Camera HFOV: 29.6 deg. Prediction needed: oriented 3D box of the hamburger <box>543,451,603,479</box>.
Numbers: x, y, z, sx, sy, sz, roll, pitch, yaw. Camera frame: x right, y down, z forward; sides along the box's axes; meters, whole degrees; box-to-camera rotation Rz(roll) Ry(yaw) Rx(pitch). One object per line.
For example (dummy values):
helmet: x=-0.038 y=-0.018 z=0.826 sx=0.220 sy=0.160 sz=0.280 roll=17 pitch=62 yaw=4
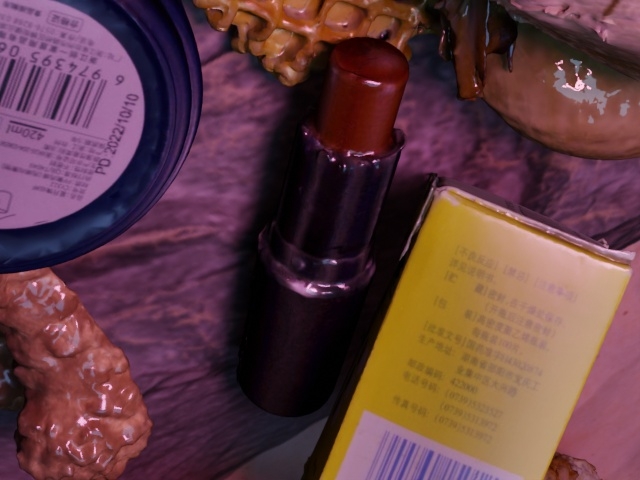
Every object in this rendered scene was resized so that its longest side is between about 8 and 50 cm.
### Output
hamburger: x=0.151 y=0.333 z=0.979 sx=0.195 sy=0.318 sz=0.277 roll=20 pitch=124 yaw=-42

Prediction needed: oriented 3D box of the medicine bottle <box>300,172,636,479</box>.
medicine bottle: x=0.089 y=0.091 z=0.796 sx=0.141 sy=0.137 sz=0.250 roll=24 pitch=98 yaw=5

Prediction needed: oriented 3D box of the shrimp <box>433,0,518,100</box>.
shrimp: x=0.053 y=-0.205 z=0.639 sx=0.152 sy=0.063 sz=0.287 roll=-14 pitch=115 yaw=-24

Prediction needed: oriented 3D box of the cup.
cup: x=-0.133 y=-0.149 z=0.519 sx=0.178 sy=0.256 sz=0.255 roll=17 pitch=118 yaw=-31

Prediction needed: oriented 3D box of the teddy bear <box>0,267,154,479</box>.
teddy bear: x=-0.244 y=0.039 z=0.651 sx=0.222 sy=0.246 sz=0.296 roll=-32 pitch=127 yaw=-30

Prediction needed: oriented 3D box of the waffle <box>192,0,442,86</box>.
waffle: x=0.004 y=-0.166 z=0.696 sx=0.160 sy=0.046 sz=0.192 roll=-31 pitch=133 yaw=6

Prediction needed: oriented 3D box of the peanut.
peanut: x=0.210 y=-0.123 z=0.763 sx=0.253 sy=0.122 sz=0.137 roll=-16 pitch=128 yaw=-2

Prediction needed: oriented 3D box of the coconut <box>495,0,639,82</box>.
coconut: x=0.223 y=-0.202 z=0.561 sx=0.297 sy=0.254 sz=0.297 roll=-17 pitch=118 yaw=-36

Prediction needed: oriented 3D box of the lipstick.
lipstick: x=0.000 y=0.000 z=0.786 sx=0.081 sy=0.081 sz=0.300 roll=-4 pitch=136 yaw=-18
